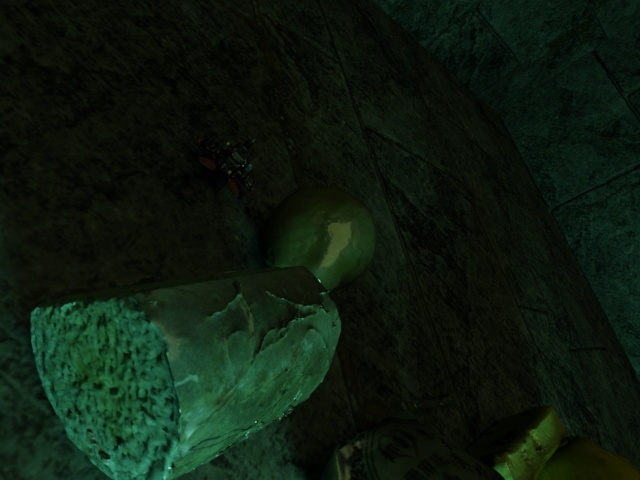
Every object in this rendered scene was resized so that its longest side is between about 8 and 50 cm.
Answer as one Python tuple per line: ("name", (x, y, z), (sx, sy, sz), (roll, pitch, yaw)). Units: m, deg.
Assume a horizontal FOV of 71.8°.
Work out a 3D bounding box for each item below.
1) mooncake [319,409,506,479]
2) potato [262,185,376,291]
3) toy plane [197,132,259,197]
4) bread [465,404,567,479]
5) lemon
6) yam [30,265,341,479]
("mooncake", (0.144, 0.349, 0.581), (0.250, 0.136, 0.254), (30, 19, 36))
("potato", (0.000, 0.000, 0.754), (0.177, 0.160, 0.235), (21, 49, 15))
("toy plane", (-0.144, -0.147, 0.772), (0.130, 0.061, 0.189), (44, 36, -16))
("bread", (0.373, 0.421, 0.878), (0.361, 0.138, 0.077), (2, 60, -50))
("lemon", (0.565, 0.563, 0.898), (0.258, 0.258, 0.310), (11, 61, -46))
("yam", (-0.117, 0.124, 0.487), (0.271, 0.202, 0.201), (-17, 98, -56))
